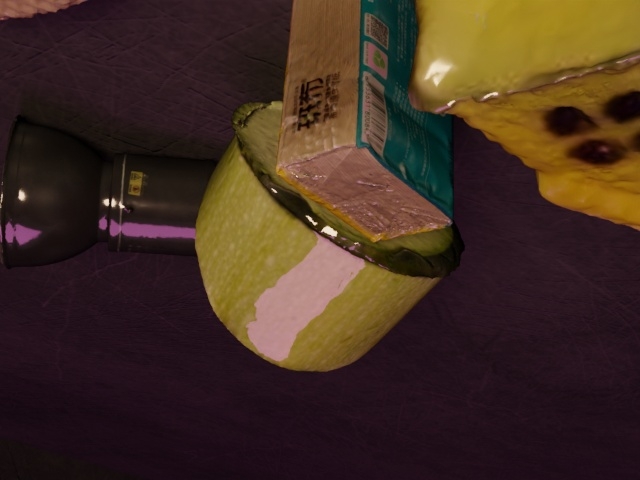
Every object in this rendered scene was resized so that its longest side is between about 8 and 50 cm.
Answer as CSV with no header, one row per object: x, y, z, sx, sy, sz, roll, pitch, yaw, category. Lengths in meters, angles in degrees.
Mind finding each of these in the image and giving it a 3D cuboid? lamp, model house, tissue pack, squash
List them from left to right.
-0.187,-0.036,0.926,0.227,0.147,0.172,5,170,-12,lamp
0.002,-0.015,0.783,0.220,0.220,0.133,19,127,-24,squash
0.033,-0.098,0.655,0.082,0.169,0.120,-17,147,34,tissue pack
0.177,-0.121,0.538,0.174,0.194,0.234,-9,153,32,model house

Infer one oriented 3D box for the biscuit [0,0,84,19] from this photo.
-0.283,-0.268,0.485,0.143,0.079,0.426,-3,153,25,biscuit
